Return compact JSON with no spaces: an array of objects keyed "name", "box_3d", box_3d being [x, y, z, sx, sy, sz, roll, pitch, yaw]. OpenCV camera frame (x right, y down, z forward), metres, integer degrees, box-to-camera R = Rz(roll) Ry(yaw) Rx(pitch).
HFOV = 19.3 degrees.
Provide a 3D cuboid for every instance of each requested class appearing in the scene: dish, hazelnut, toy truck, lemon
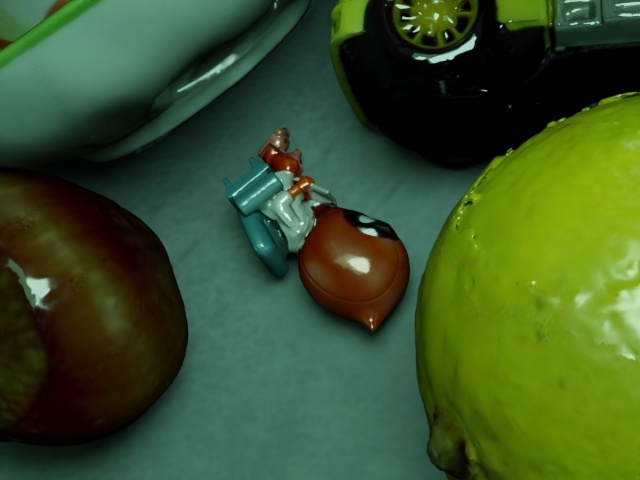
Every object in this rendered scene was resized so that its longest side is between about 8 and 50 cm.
[{"name":"dish","box_3d":[-0.102,-0.139,1.182,0.324,0.324,0.124,-38,107,-2]},{"name":"hazelnut","box_3d":[-0.180,0.033,1.181,0.204,0.178,0.178,15,73,47]},{"name":"toy truck","box_3d":[0.212,-0.177,1.155,0.405,0.180,0.254,-3,68,10]},{"name":"lemon","box_3d":[0.198,0.053,1.030,0.297,0.297,0.297,-4,72,11]}]

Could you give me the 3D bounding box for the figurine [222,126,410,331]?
[{"name":"figurine","box_3d":[0.000,0.000,1.200,0.075,0.068,0.140,-42,67,-6]}]
